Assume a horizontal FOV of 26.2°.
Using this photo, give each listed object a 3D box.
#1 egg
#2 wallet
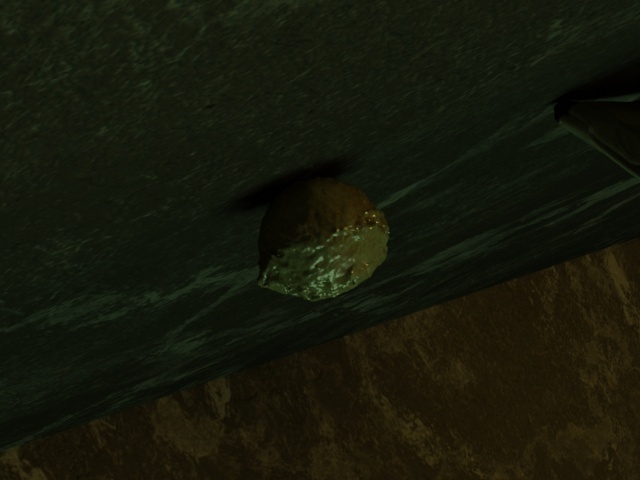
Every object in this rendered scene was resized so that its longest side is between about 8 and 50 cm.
[{"bbox_3d":[0.000,0.000,1.254,0.140,0.116,0.118,-12,138,-53],"label":"egg"},{"bbox_3d":[0.406,-0.080,1.456,0.335,0.275,0.068,-10,130,-52],"label":"wallet"}]
